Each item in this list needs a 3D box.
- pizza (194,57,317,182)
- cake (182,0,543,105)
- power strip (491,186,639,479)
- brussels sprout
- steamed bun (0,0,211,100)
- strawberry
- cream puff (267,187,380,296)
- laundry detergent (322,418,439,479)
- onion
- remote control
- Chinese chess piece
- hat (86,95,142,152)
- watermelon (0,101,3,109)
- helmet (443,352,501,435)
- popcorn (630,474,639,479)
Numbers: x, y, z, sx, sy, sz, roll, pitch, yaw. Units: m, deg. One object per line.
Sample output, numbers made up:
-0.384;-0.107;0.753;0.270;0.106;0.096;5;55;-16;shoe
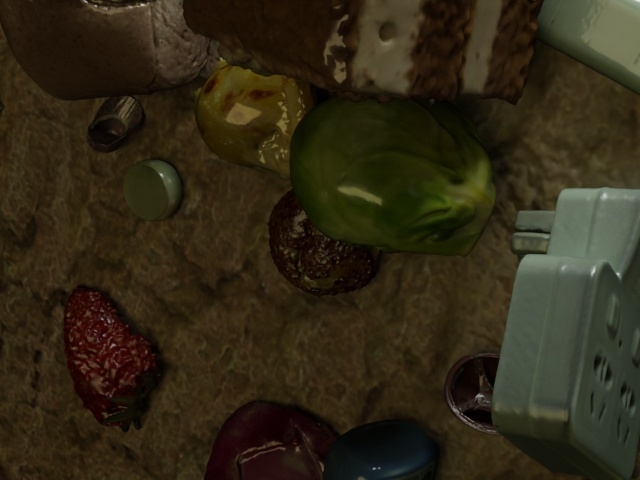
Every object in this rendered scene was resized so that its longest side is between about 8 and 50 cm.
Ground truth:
-0.079;-0.139;1.086;0.188;0.081;0.204;-28;70;37;pizza
0.044;-0.270;0.858;0.256;0.290;0.281;25;116;42;cake
0.233;0.078;0.893;0.141;0.229;0.260;4;70;32;power strip
0.072;-0.069;0.963;0.223;0.223;0.161;27;120;24;brussels sprout
-0.268;-0.321;1.115;0.252;0.199;0.301;1;101;31;steamed bun
-0.327;0.175;1.336;0.208;0.087;0.167;39;120;20;strawberry
0.000;0.000;1.094;0.149;0.084;0.148;10;108;31;cream puff
0.054;0.360;1.109;0.094;0.143;0.289;27;116;40;laundry detergent
-0.064;0.343;1.201;0.250;0.111;0.247;24;115;27;onion
0.276;-0.205;0.901;0.310;0.038;0.090;34;118;22;remote control
-0.223;-0.067;1.246;0.084;0.034;0.084;9;108;29;Chinese chess piece
-0.274;-0.153;1.260;0.058;0.042;0.087;41;86;9;hat
-0.536;-0.176;1.412;0.098;0.121;0.158;43;166;33;watermelon
0.193;0.177;1.029;0.111;0.057;0.089;19;68;22;helmet
0.312;0.302;0.904;0.168;0.195;0.173;25;106;22;popcorn
